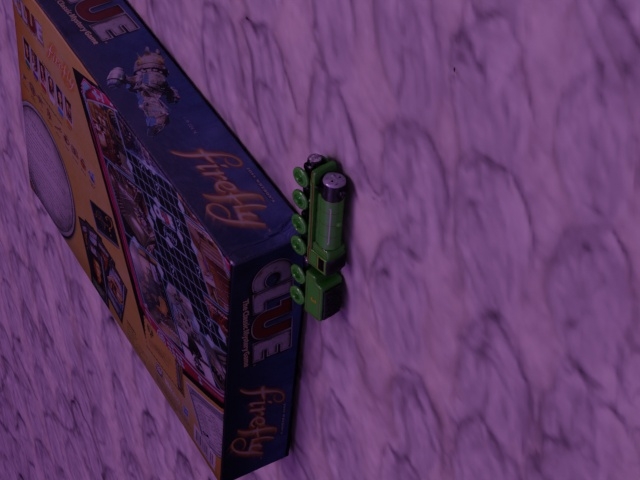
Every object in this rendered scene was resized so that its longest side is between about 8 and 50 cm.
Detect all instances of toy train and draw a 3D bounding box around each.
[{"bbox_3d":[0.000,0.000,0.607,0.024,0.017,0.083,39,143,33],"label":"toy train"}]

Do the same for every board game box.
[{"bbox_3d":[-0.088,-0.017,0.747,0.243,0.042,0.165,52,151,34],"label":"board game box"}]
